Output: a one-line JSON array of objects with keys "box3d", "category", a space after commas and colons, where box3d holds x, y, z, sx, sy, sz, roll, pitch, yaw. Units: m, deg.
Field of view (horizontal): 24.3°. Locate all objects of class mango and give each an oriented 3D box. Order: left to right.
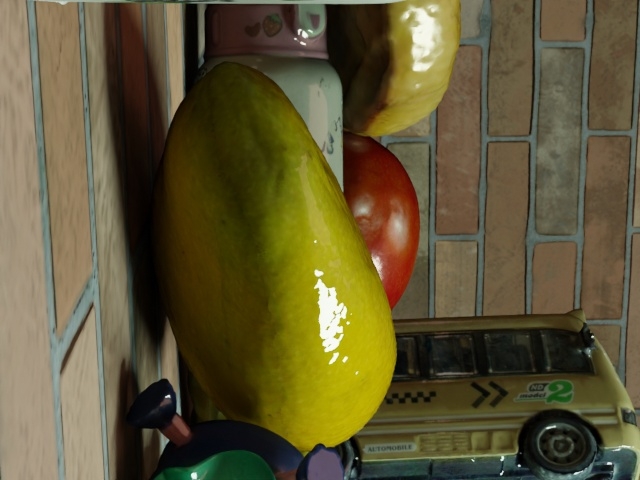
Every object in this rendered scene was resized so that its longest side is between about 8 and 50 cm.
[{"box3d": [-0.027, 0.016, 0.800, 0.317, 0.119, 0.176, 86, -17, -62], "category": "mango"}]

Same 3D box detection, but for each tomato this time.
[{"box3d": [0.000, 0.000, 1.207, 0.195, 0.136, 0.195, -31, -129, 47], "category": "tomato"}]

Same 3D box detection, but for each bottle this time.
[{"box3d": [-0.038, -0.080, 1.062, 0.110, 0.110, 0.233, -78, 168, -87], "category": "bottle"}]

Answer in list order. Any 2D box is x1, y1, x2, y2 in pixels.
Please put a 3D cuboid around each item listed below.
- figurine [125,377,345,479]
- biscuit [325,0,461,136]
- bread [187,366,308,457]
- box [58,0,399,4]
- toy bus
[{"box3d": [-0.053, 0.144, 0.778, 0.195, 0.111, 0.102, 100, 7, -76], "category": "figurine"}, {"box3d": [0.038, -0.188, 1.099, 0.274, 0.091, 0.213, 106, -35, -56], "category": "biscuit"}, {"box3d": [-0.042, 0.135, 1.018, 0.098, 0.087, 0.269, -131, -144, -52], "category": "bread"}, {"box3d": [-0.028, -0.148, 0.385, 0.333, 0.145, 0.173, -91, 179, -81], "category": "box"}, {"box3d": [0.092, 0.171, 1.338, 0.177, 0.366, 0.201, 91, -3, -51], "category": "toy bus"}]
